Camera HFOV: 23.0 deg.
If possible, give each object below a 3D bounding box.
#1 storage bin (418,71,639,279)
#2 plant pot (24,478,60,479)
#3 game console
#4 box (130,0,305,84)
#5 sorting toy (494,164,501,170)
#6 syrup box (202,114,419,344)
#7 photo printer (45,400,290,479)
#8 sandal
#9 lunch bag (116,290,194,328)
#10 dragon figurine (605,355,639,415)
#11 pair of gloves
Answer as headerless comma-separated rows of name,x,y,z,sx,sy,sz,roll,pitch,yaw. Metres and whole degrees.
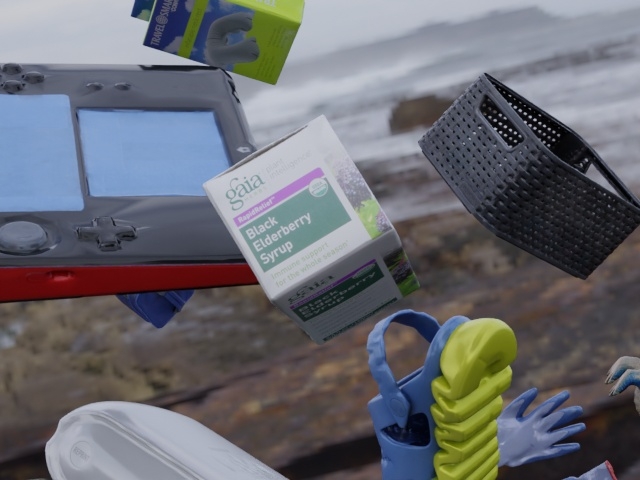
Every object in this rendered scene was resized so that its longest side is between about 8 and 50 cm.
storage bin,0.182,-0.052,1.336,0.084,0.122,0.180,-48,-40,17
plant pot,-0.143,0.325,1.180,0.341,0.341,0.334,-17,14,-40
game console,-0.220,-0.067,1.394,0.342,0.060,0.386,-5,31,-10
box,-0.117,-0.242,1.725,0.178,0.042,0.109,16,-38,-9
sorting toy,0.240,-0.060,2.010,0.045,0.075,0.083,-19,11,-6
syrup box,0.000,0.000,1.109,0.093,0.096,0.237,-31,-12,1
photo printer,-0.115,0.264,1.579,0.307,0.107,0.256,29,1,23
sandal,0.105,0.189,1.588,0.138,0.317,0.126,28,35,30
lunch bag,-0.178,0.049,1.669,0.067,0.065,0.098,-49,-30,-9
dragon figurine,0.398,0.136,1.643,0.144,0.289,0.085,31,11,-3
pair of gloves,0.276,0.288,1.937,0.159,0.198,0.023,-30,-12,9
